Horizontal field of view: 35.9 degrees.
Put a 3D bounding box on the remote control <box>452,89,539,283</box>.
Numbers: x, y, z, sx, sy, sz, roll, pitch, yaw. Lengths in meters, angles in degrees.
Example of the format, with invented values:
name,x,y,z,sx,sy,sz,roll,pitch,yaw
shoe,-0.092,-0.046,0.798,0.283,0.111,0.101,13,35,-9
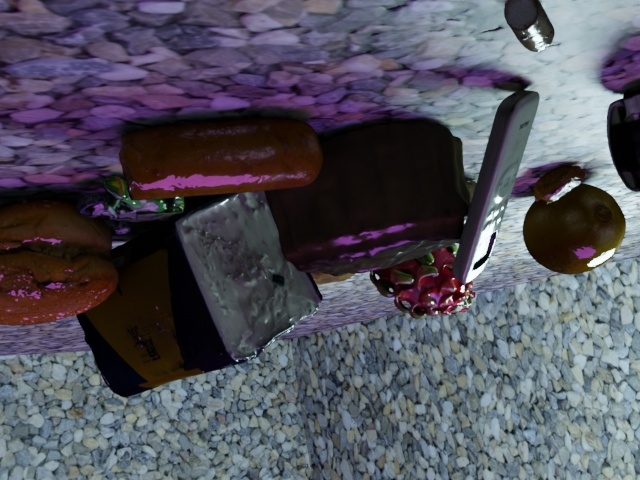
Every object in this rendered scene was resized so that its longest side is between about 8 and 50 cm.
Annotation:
name,x,y,z,sx,sy,sz,roll,pitch,yaw
remote control,0.250,-0.074,1.430,0.038,0.309,0.090,28,-145,25

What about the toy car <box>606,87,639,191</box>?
name,x,y,z,sx,sy,sz,roll,pitch,yaw
toy car,0.552,-0.163,1.457,0.235,0.172,0.158,-11,-175,32

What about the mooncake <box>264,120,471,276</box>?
name,x,y,z,sx,sy,sz,roll,pitch,yaw
mooncake,0.078,-0.053,1.540,0.324,0.187,0.324,-11,172,-2

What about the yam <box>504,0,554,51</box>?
name,x,y,z,sx,sy,sz,roll,pitch,yaw
yam,0.225,-0.236,1.066,0.043,0.043,0.094,-14,169,22

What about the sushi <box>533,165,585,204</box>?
name,x,y,z,sx,sy,sz,roll,pitch,yaw
sushi,0.462,-0.108,1.925,0.118,0.061,0.060,-20,154,40

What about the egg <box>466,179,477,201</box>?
name,x,y,z,sx,sy,sz,roll,pitch,yaw
egg,0.269,-0.056,1.890,0.118,0.116,0.140,-32,-165,6

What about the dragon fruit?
name,x,y,z,sx,sy,sz,roll,pitch,yaw
dragon fruit,0.249,0.103,2.489,0.273,0.198,0.218,-12,144,7

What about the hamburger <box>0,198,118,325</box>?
name,x,y,z,sx,sy,sz,roll,pitch,yaw
hamburger,-0.474,0.036,1.564,0.290,0.170,0.314,-12,169,-4

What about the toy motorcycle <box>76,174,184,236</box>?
name,x,y,z,sx,sy,sz,roll,pitch,yaw
toy motorcycle,-0.277,-0.059,1.516,0.106,0.074,0.190,-30,159,37

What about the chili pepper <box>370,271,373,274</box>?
name,x,y,z,sx,sy,sz,roll,pitch,yaw
chili pepper,0.021,0.037,2.294,0.204,0.073,0.072,1,-172,4

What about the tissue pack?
name,x,y,z,sx,sy,sz,roll,pitch,yaw
tissue pack,-0.233,0.094,1.748,0.416,0.264,0.253,-21,-174,46

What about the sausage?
name,x,y,z,sx,sy,sz,roll,pitch,yaw
sausage,-0.126,-0.109,1.295,0.271,0.108,0.109,-6,169,-16

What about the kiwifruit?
name,x,y,z,sx,sy,sz,roll,pitch,yaw
kiwifruit,0.535,-0.025,2.077,0.196,0.196,0.234,-6,171,-20

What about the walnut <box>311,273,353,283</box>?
name,x,y,z,sx,sy,sz,roll,pitch,yaw
walnut,0.000,0.000,1.826,0.167,0.167,0.207,-15,167,29
